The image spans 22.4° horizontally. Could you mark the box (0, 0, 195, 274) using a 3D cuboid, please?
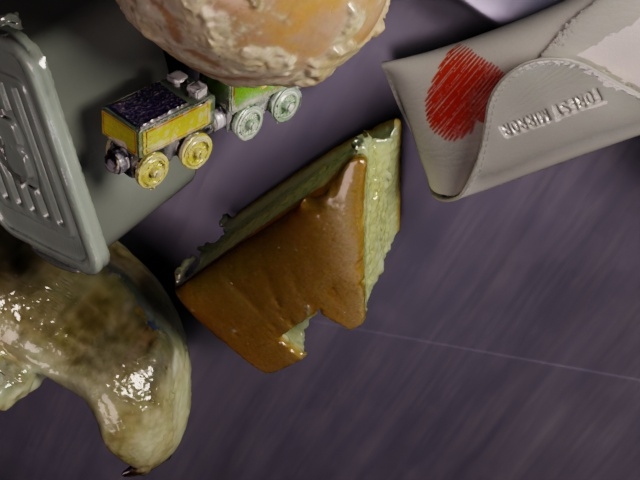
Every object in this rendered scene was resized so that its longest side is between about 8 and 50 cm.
[{"bbox_3d":[-0.210,-0.110,1.348,0.163,0.135,0.243,21,137,42],"label":"box"}]

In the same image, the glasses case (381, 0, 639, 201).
[{"bbox_3d":[0.189,-0.125,1.268,0.308,0.083,0.128,-20,118,29],"label":"glasses case"}]

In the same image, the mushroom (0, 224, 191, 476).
[{"bbox_3d":[-0.253,0.062,1.456,0.344,0.247,0.130,37,117,5],"label":"mushroom"}]

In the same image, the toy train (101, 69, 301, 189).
[{"bbox_3d":[-0.092,-0.112,1.305,0.060,0.202,0.081,34,138,33],"label":"toy train"}]

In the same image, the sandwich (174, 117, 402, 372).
[{"bbox_3d":[0.000,0.000,1.384,0.128,0.122,0.235,43,133,-17],"label":"sandwich"}]

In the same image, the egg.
[{"bbox_3d":[-0.059,-0.222,1.204,0.245,0.203,0.203,33,129,6],"label":"egg"}]
